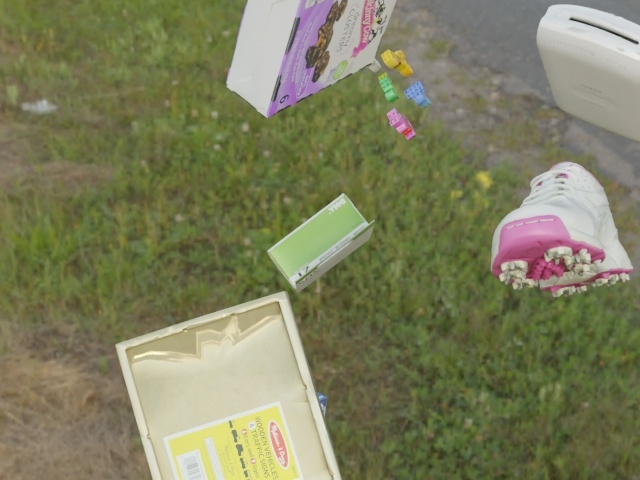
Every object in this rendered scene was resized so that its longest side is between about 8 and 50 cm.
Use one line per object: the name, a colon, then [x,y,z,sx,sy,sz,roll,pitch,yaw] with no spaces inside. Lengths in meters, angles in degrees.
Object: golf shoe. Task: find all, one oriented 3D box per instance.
golf shoe: [0.241,-0.020,1.003,0.115,0.140,0.306,-13,-12,23]

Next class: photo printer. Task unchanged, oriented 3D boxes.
photo printer: [0.556,-0.328,1.870,0.256,0.307,0.107,30,80,32]

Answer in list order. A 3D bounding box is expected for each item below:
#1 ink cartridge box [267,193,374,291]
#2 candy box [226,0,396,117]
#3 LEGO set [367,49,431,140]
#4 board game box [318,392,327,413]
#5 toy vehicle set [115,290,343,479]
ink cartridge box: [0.000,0.000,1.808,0.188,0.097,0.255,-37,-6,-5]
candy box: [0.001,-0.248,1.065,0.070,0.165,0.196,40,47,18]
LEGO set: [0.144,-0.326,1.934,0.093,0.087,0.227,13,47,-59]
board game box: [-0.056,0.349,1.522,0.035,0.201,0.136,19,21,36]
toy vehicle set: [-0.073,0.198,0.892,0.165,0.267,0.035,-16,-4,0]
